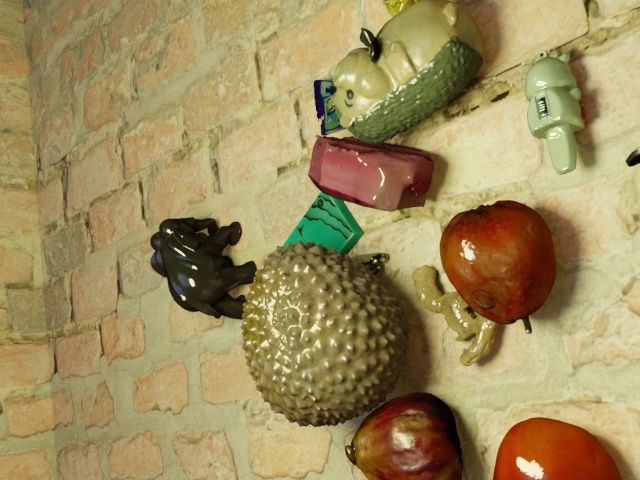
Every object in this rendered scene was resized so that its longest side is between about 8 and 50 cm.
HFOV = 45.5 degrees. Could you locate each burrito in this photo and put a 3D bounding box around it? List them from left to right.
[{"bbox_3d":[0.064,0.074,1.847,0.229,0.058,0.063,-16,57,31],"label":"burrito"}]

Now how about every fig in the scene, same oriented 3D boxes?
[{"bbox_3d":[0.189,0.434,1.617,0.263,0.224,0.224,-4,86,50],"label":"fig"}]

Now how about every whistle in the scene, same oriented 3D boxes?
[{"bbox_3d":[0.444,-0.247,1.440,0.102,0.106,0.253,121,145,-68],"label":"whistle"}]

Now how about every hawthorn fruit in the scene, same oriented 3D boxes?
[{"bbox_3d":[0.346,0.054,1.460,0.224,0.224,0.261,-24,84,44],"label":"hawthorn fruit"}]

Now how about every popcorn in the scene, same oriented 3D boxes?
[{"bbox_3d":[0.189,-0.557,1.715,0.120,0.116,0.106,75,169,-50],"label":"popcorn"}]

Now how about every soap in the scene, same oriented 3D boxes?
[{"bbox_3d":[0.114,-0.155,1.711,0.325,0.220,0.127,19,111,45],"label":"soap"}]

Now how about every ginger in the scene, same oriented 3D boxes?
[{"bbox_3d":[0.292,0.131,1.623,0.149,0.065,0.258,-48,50,19],"label":"ginger"}]

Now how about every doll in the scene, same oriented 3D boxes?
[{"bbox_3d":[0.170,-0.358,1.605,0.349,0.247,0.247,-44,58,22],"label":"doll"}]

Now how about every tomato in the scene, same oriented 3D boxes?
[{"bbox_3d":[0.421,0.454,1.388,0.260,0.180,0.260,9,102,43],"label":"tomato"}]

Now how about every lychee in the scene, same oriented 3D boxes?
[{"bbox_3d":[0.002,0.206,1.679,0.380,0.380,0.432,-13,117,46],"label":"lychee"}]

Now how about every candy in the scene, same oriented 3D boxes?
[{"bbox_3d":[0.082,-0.341,1.854,0.275,0.070,0.145,-3,95,45],"label":"candy"}]

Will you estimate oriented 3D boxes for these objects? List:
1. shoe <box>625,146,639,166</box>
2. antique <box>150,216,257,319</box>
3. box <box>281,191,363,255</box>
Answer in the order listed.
[{"bbox_3d":[0.605,-0.159,1.292,0.179,0.071,0.049,-32,70,37],"label":"shoe"},{"bbox_3d":[-0.331,0.068,2.145,0.185,0.255,0.322,-44,56,39],"label":"antique"},{"bbox_3d":[0.000,0.000,1.945,0.226,0.042,0.161,-53,54,31],"label":"box"}]
